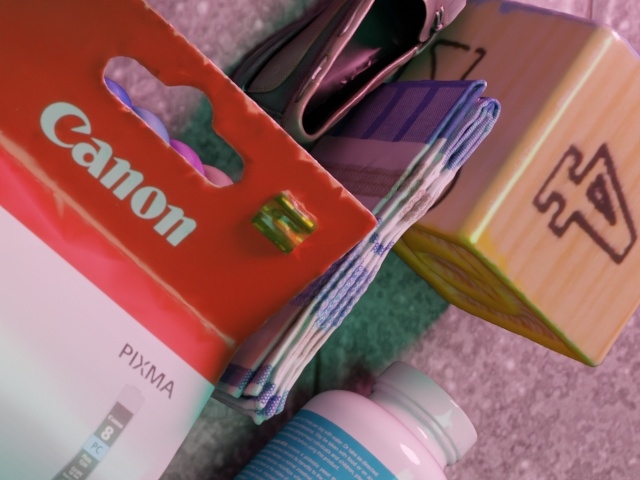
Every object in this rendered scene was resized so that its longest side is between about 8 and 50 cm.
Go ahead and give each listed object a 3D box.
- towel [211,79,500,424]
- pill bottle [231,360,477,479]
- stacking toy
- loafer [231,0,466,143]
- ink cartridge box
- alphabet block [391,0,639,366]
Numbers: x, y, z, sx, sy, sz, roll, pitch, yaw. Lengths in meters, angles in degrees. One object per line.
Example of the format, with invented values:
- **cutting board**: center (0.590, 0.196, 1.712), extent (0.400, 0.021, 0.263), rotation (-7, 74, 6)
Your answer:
- **towel**: center (0.000, 0.000, 1.416), extent (0.034, 0.209, 0.285), rotation (41, 78, -21)
- **pill bottle**: center (0.001, 0.216, 1.521), extent (0.264, 0.146, 0.146), rotation (-45, 125, -15)
- **stacking toy**: center (-0.199, -0.089, 1.301), extent (0.141, 0.141, 0.330), rotation (-50, 122, -12)
- **loafer**: center (0.050, -0.161, 1.477), extent (0.267, 0.084, 0.096), rotation (-45, 124, -16)
- **ink cartridge box**: center (-0.193, 0.039, 1.250), extent (0.385, 0.091, 0.308), rotation (-42, 115, 11)
- **alphabet block**: center (0.159, -0.051, 1.525), extent (0.193, 0.192, 0.197), rotation (41, 80, -34)
